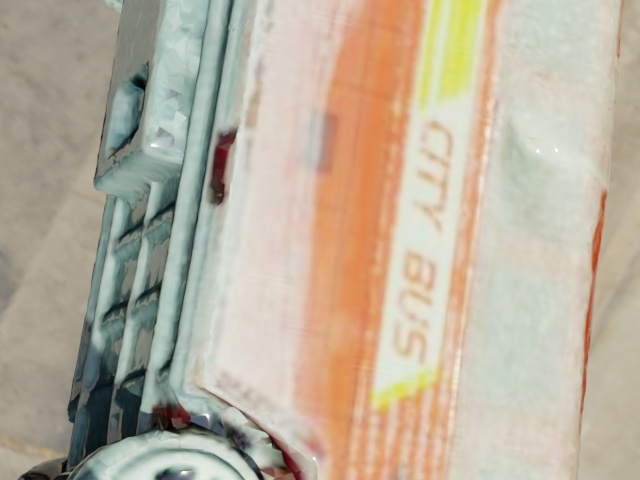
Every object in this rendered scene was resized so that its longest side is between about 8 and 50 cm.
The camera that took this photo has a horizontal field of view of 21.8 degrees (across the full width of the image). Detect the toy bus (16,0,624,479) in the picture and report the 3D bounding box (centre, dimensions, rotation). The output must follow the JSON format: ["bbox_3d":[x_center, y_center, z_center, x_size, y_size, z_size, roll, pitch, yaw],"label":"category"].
[{"bbox_3d":[0.000,0.000,0.386,0.120,0.121,0.265,12,76,-19],"label":"toy bus"}]
